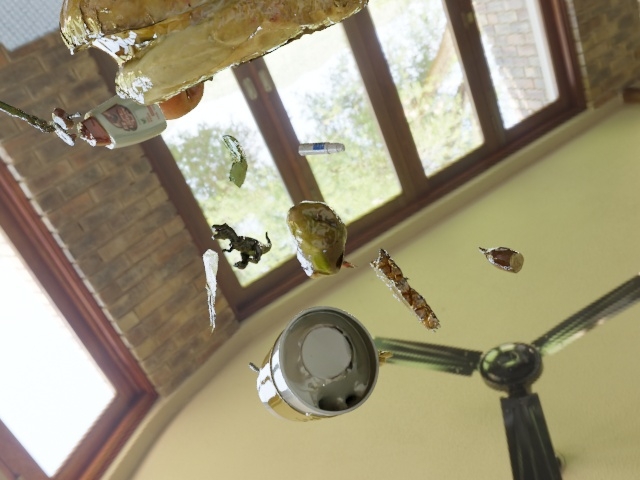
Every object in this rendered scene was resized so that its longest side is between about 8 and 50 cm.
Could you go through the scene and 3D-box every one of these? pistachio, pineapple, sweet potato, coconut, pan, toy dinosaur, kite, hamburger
[{"bbox_3d":[0.002,-0.001,1.086,0.100,0.189,0.110,21,-121,31],"label":"pistachio"},{"bbox_3d":[0.182,0.114,1.264,0.047,0.221,0.221,-38,-156,2],"label":"pineapple"},{"bbox_3d":[0.365,0.032,1.225,0.049,0.049,0.117,-32,-151,-17],"label":"sweet potato"},{"bbox_3d":[-0.212,-0.196,1.501,0.055,0.133,0.158,-12,-120,-6],"label":"coconut"},{"bbox_3d":[-0.707,-0.339,1.658,0.115,0.068,0.023,-2,-138,37],"label":"pan"},{"bbox_3d":[-0.198,-0.015,1.630,0.087,0.187,0.179,-20,-140,37],"label":"toy dinosaur"},{"bbox_3d":[-0.291,0.137,1.584,0.016,0.229,0.127,0,-179,-24],"label":"kite"},{"bbox_3d":[-0.088,-0.201,0.482,0.262,0.124,0.131,-25,-164,0],"label":"hamburger"}]

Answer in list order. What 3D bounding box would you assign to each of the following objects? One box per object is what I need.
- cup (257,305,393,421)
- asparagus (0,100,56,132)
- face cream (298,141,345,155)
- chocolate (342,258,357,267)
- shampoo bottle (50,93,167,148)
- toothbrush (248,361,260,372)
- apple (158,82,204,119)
[{"bbox_3d":[0.007,0.239,1.097,0.241,0.185,0.226,-1,156,-24],"label":"cup"},{"bbox_3d":[-0.582,-0.247,1.058,0.024,0.248,0.025,-20,-114,24],"label":"asparagus"},{"bbox_3d":[0.006,-0.245,1.582,0.130,0.034,0.034,3,-146,28],"label":"face cream"},{"bbox_3d":[0.031,0.068,1.890,0.182,0.086,0.028,9,-105,41],"label":"chocolate"},{"bbox_3d":[-0.543,-0.308,1.542,0.071,0.153,0.284,-21,-171,47],"label":"shampoo bottle"},{"bbox_3d":[-0.122,0.363,1.538,0.194,0.017,0.014,26,-116,37],"label":"toothbrush"},{"bbox_3d":[-0.476,-0.506,1.858,0.206,0.272,0.252,15,-137,5],"label":"apple"}]
